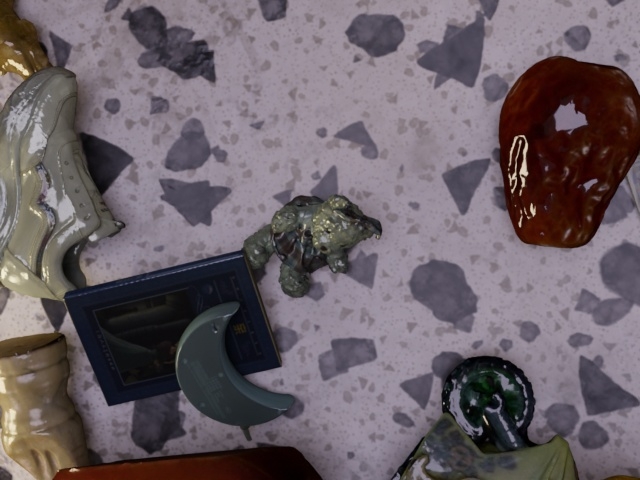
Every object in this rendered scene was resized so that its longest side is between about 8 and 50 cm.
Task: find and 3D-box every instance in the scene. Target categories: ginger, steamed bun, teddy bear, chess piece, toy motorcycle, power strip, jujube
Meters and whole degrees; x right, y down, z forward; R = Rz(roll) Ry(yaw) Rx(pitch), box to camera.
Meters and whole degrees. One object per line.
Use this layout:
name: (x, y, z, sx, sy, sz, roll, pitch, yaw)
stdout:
ginger: (-0.479, -0.306, 1.512, 0.115, 0.081, 0.205, -25, 77, -25)
steamed bun: (-0.178, 0.409, 1.357, 0.379, 0.235, 0.248, -10, 79, 25)
teddy bear: (-0.001, -0.012, 1.435, 0.213, 0.111, 0.133, -29, 122, 36)
chess piece: (-0.399, 0.287, 1.492, 0.137, 0.137, 0.301, -12, 99, 7)
toy motorcycle: (0.183, 0.364, 1.381, 0.237, 0.169, 0.410, 37, 85, 14)
power strip: (-0.128, 0.195, 1.456, 0.137, 0.044, 0.216, -22, 111, 10)
jujube: (0.327, -0.115, 1.369, 0.190, 0.190, 0.255, 7, 98, 7)

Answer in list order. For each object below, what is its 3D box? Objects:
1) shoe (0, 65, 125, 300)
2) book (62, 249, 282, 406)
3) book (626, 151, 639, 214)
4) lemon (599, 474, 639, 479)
shoe: (-0.373, -0.069, 1.480, 0.210, 0.132, 0.342, 20, 96, 3)
book: (-0.209, 0.128, 1.466, 0.269, 0.025, 0.191, -13, 115, 7)
book: (0.527, -0.051, 1.422, 0.168, 0.013, 0.192, -19, 88, 6)
lemon: (0.372, 0.390, 1.256, 0.188, 0.256, 0.188, 13, 121, 23)
